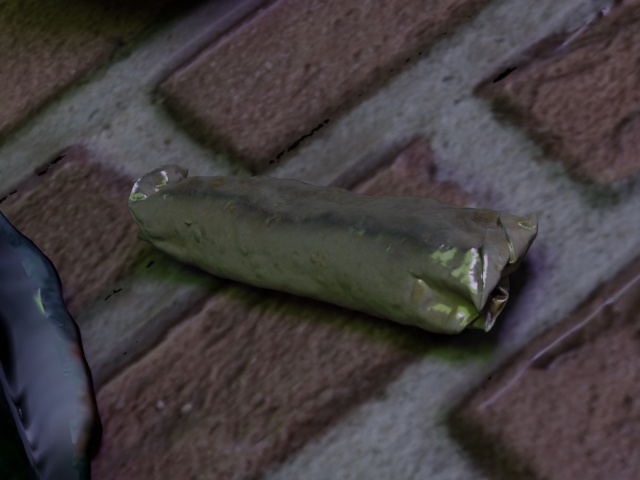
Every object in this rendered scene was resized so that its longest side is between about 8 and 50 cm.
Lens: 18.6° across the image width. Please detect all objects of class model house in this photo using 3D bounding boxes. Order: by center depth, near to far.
[{"bbox_3d":[-0.280,0.115,1.116,0.291,0.184,0.253,-30,42,7],"label":"model house"}]

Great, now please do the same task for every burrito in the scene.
[{"bbox_3d":[0.000,0.000,1.156,0.275,0.059,0.082,10,50,34],"label":"burrito"}]
